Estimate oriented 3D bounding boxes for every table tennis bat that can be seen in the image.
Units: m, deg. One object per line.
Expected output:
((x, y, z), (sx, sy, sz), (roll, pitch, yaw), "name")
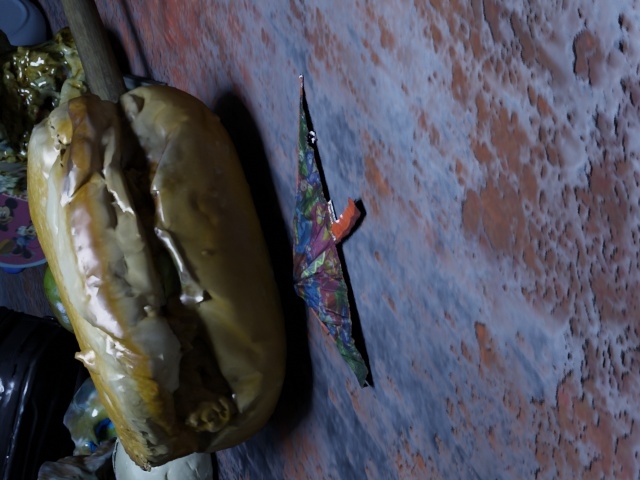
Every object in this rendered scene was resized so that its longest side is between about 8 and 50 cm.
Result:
((-0.361, -0.067, 2.112), (0.040, 0.152, 0.244), (-106, 37, -56), "table tennis bat")

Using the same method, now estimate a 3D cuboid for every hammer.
((-0.223, -0.187, 1.662), (0.043, 0.111, 0.365), (105, 148, -54), "hammer")

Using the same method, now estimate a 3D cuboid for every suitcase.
((-0.430, 0.269, 2.173), (0.339, 0.188, 0.345), (-79, 3, -79), "suitcase")

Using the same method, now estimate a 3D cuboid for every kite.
((-0.001, 0.000, 1.239), (0.189, 0.009, 0.232), (132, 126, -68), "kite")

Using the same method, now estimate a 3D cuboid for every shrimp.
((-0.219, 0.282, 1.783), (0.221, 0.110, 0.446), (39, -171, -26), "shrimp")

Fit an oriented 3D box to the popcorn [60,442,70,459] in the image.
((-0.447, 0.357, 2.492), (0.237, 0.206, 0.251), (17, 148, 54), "popcorn")

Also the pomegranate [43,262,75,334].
((-0.206, 0.047, 1.686), (0.142, 0.114, 0.115), (21, 123, 40), "pomegranate")

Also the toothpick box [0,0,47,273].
((-0.450, -0.122, 2.198), (0.263, 0.263, 0.355), (-125, 30, -52), "toothpick box")

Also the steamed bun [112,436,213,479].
((-0.158, 0.228, 1.698), (0.130, 0.090, 0.112), (103, 149, -49), "steamed bun")

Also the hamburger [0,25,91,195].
((-0.310, -0.145, 1.811), (0.288, 0.167, 0.192), (101, 160, -77), "hamburger")

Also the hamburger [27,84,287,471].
((-0.141, 0.031, 1.414), (0.284, 0.174, 0.305), (123, 134, -67), "hamburger")

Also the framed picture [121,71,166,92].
((-0.173, -0.028, 1.730), (0.209, 0.019, 0.281), (-151, 54, -68), "framed picture")
